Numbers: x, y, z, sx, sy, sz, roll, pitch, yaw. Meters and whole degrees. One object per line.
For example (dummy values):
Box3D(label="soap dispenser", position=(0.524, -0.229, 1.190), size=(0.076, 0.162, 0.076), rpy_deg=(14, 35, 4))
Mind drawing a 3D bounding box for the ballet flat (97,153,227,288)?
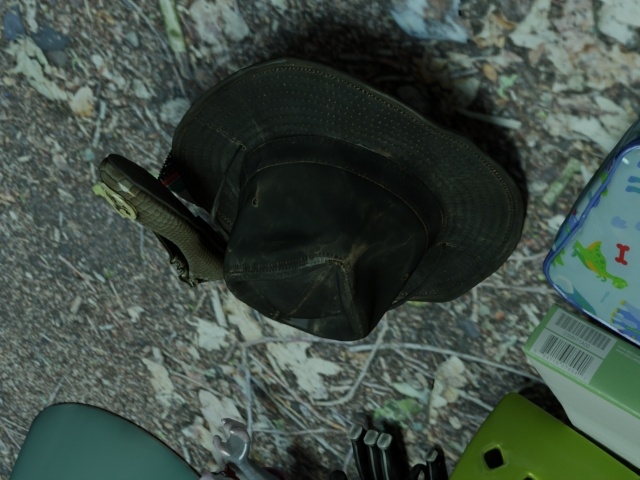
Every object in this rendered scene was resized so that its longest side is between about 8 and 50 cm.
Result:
Box3D(label="ballet flat", position=(-0.141, -0.010, 1.720), size=(0.084, 0.058, 0.250), rpy_deg=(47, -179, 25))

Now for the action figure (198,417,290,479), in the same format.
Box3D(label="action figure", position=(-0.041, 0.358, 1.973), size=(0.276, 0.370, 0.248), rpy_deg=(24, 114, -31))

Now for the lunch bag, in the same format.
Box3D(label="lunch bag", position=(0.281, -0.002, 1.431), size=(0.176, 0.090, 0.219), rpy_deg=(33, 145, 2))

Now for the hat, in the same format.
Box3D(label="hat", position=(0.000, 0.000, 1.595), size=(0.331, 0.134, 0.331), rpy_deg=(17, 148, 11))

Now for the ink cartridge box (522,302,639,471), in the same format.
Box3D(label="ink cartridge box", position=(0.279, 0.157, 1.606), size=(0.171, 0.056, 0.235), rpy_deg=(29, 168, 34))

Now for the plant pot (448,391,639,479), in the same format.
Box3D(label="plant pot", position=(0.188, 0.314, 1.707), size=(0.228, 0.207, 0.227), rpy_deg=(34, 149, 22))

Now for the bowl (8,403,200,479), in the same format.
Box3D(label="bowl", position=(-0.264, 0.359, 2.234), size=(0.311, 0.163, 0.311), rpy_deg=(25, 142, 21))

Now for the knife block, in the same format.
Box3D(label="knife block", position=(0.068, 0.312, 1.950), size=(0.242, 0.088, 0.276), rpy_deg=(45, 144, -4))

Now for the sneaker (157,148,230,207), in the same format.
Box3D(label="sneaker", position=(-0.078, -0.067, 1.722), size=(0.075, 0.057, 0.161), rpy_deg=(37, 146, -24))
